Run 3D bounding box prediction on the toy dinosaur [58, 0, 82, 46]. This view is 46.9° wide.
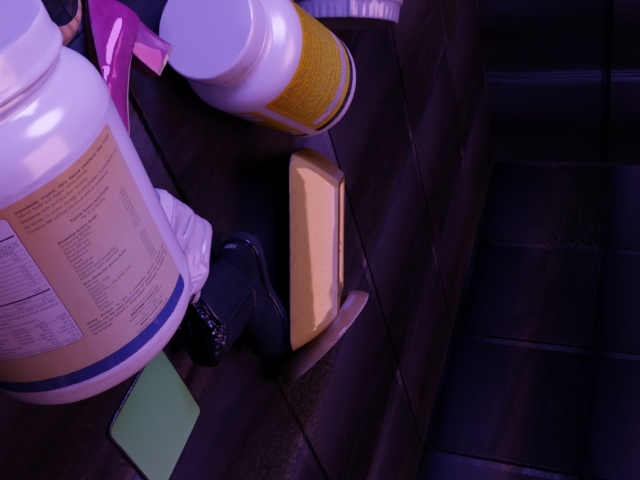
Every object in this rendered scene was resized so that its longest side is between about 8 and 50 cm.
[{"bbox_3d":[-0.293,-0.203,0.778,0.211,0.064,0.112,-44,133,-58],"label":"toy dinosaur"}]

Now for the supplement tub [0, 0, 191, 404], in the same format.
[{"bbox_3d":[-0.267,-0.032,0.655,0.228,0.228,0.316,-64,149,-41],"label":"supplement tub"}]

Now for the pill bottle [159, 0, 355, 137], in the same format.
[{"bbox_3d":[-0.085,-0.270,1.098,0.334,0.188,0.187,5,89,-68],"label":"pill bottle"}]

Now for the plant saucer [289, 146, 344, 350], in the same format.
[{"bbox_3d":[0.000,0.000,1.361,0.333,0.081,0.332,-62,152,-79],"label":"plant saucer"}]

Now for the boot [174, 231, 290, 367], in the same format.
[{"bbox_3d":[-0.140,0.134,1.158,0.207,0.094,0.246,-56,140,-53],"label":"boot"}]

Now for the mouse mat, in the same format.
[{"bbox_3d":[-0.234,0.260,1.072,0.189,0.007,0.152,73,31,-44],"label":"mouse mat"}]

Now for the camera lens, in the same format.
[{"bbox_3d":[0.044,-0.528,1.320,0.219,0.219,0.274,-22,114,-65],"label":"camera lens"}]

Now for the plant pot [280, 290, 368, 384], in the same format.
[{"bbox_3d":[-0.001,0.177,1.413,0.032,0.236,0.236,44,37,-4],"label":"plant pot"}]

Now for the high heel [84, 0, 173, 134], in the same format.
[{"bbox_3d":[-0.270,-0.167,0.859,0.117,0.082,0.244,32,76,-30],"label":"high heel"}]

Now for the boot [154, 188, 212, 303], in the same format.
[{"bbox_3d":[-0.205,0.068,0.966,0.123,0.095,0.258,33,61,-45],"label":"boot"}]
